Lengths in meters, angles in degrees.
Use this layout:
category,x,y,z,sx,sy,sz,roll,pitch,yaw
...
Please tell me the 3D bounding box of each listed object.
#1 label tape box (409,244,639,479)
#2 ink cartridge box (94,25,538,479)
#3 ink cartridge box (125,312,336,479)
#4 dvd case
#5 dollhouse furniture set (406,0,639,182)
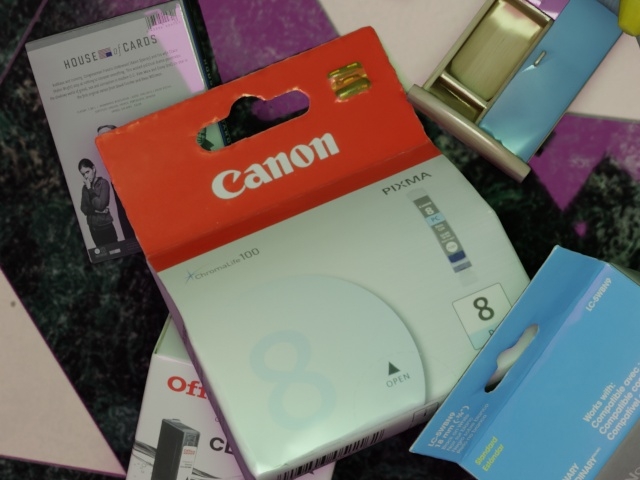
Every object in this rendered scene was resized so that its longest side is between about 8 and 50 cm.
category,x,y,z,sx,sy,sz,roll,pitch,yaw
label tape box,0.278,0.157,1.745,0.241,0.333,0.106,-57,47,17
ink cartridge box,0.000,0.000,1.777,0.308,0.091,0.385,-23,76,-11
ink cartridge box,-0.085,0.219,1.882,0.197,0.114,0.273,14,115,1
dvd case,-0.185,-0.110,1.949,0.179,0.029,0.239,-14,98,16
dollhouse furniture set,0.157,-0.217,1.676,0.286,0.303,0.198,36,84,4
